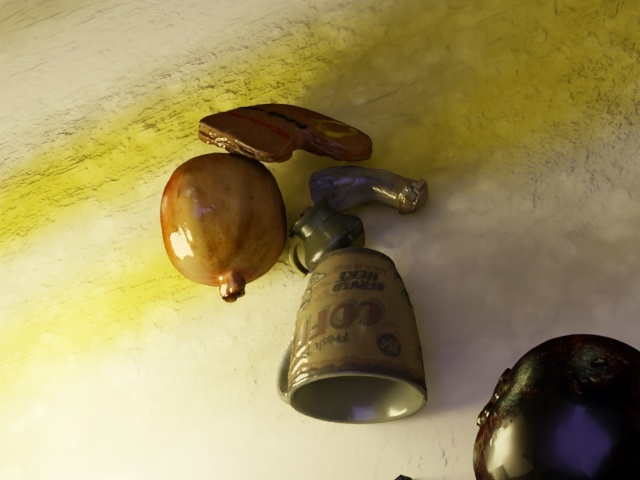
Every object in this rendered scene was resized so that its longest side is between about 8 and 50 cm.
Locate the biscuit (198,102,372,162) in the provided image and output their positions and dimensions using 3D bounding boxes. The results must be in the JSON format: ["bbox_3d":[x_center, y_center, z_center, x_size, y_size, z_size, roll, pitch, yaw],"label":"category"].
[{"bbox_3d":[-0.059,-0.200,1.516,0.262,0.277,0.052,27,121,33],"label":"biscuit"}]

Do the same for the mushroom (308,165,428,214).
[{"bbox_3d":[0.091,-0.094,1.511,0.223,0.081,0.092,3,52,19],"label":"mushroom"}]

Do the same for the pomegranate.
[{"bbox_3d":[-0.175,-0.019,1.482,0.229,0.252,0.270,-6,60,-2],"label":"pomegranate"}]

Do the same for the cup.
[{"bbox_3d":[0.036,0.168,1.382,0.301,0.227,0.257,-31,44,39],"label":"cup"}]

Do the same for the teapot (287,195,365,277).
[{"bbox_3d":[0.000,0.000,1.482,0.119,0.130,0.166,48,123,-1],"label":"teapot"}]

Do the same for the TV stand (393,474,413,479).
[{"bbox_3d":[0.057,0.492,1.292,0.269,0.083,0.088,-40,63,2],"label":"TV stand"}]

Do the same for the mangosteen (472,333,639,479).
[{"bbox_3d":[0.376,0.292,1.137,0.330,0.330,0.330,-7,68,17],"label":"mangosteen"}]
